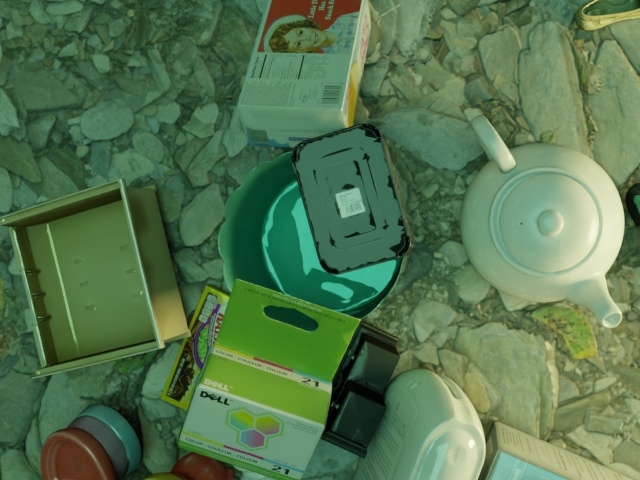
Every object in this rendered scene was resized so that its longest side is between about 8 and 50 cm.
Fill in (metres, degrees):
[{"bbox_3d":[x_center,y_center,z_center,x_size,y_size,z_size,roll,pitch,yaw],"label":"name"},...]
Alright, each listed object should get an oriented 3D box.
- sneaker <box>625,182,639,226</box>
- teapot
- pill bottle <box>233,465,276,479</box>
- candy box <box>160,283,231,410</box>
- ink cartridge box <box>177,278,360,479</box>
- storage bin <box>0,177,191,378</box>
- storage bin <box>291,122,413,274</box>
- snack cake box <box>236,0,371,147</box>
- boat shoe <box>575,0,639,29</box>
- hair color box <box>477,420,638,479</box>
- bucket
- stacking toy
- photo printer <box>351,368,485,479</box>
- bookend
[{"bbox_3d":[0.550,-0.017,1.200,0.098,0.083,0.224,-44,88,-13],"label":"sneaker"},{"bbox_3d":[0.315,-0.031,1.174,0.256,0.187,0.252,13,92,11],"label":"teapot"},{"bbox_3d":[-0.099,0.308,1.297,0.094,0.094,0.169,-7,89,10],"label":"pill bottle"},{"bbox_3d":[-0.177,0.185,1.344,0.105,0.027,0.206,23,95,7],"label":"candy box"},{"bbox_3d":[-0.075,0.200,1.142,0.188,0.097,0.255,19,124,-3],"label":"ink cartridge box"},{"bbox_3d":[-0.370,0.063,1.318,0.260,0.123,0.262,-15,88,16],"label":"storage bin"},{"bbox_3d":[0.044,-0.053,1.089,0.122,0.084,0.180,-16,87,9],"label":"storage bin"},{"bbox_3d":[-0.018,-0.263,1.215,0.152,0.089,0.264,4,56,12],"label":"snack cake box"},{"bbox_3d":[0.455,-0.357,1.215,0.153,0.048,0.056,-16,88,10],"label":"boat shoe"},{"bbox_3d":[0.406,0.396,1.162,0.374,0.185,0.114,21,94,9],"label":"hair color box"},{"bbox_3d":[0.000,0.000,1.233,0.281,0.183,0.281,0,90,10],"label":"bucket"},{"bbox_3d":[-0.296,0.419,1.340,0.309,0.130,0.279,23,121,21],"label":"stacking toy"},{"bbox_3d":[0.128,0.343,1.181,0.107,0.256,0.307,19,93,-10],"label":"photo printer"},{"bbox_3d":[0.061,0.218,1.231,0.072,0.157,0.156,25,95,-4],"label":"bookend"}]
